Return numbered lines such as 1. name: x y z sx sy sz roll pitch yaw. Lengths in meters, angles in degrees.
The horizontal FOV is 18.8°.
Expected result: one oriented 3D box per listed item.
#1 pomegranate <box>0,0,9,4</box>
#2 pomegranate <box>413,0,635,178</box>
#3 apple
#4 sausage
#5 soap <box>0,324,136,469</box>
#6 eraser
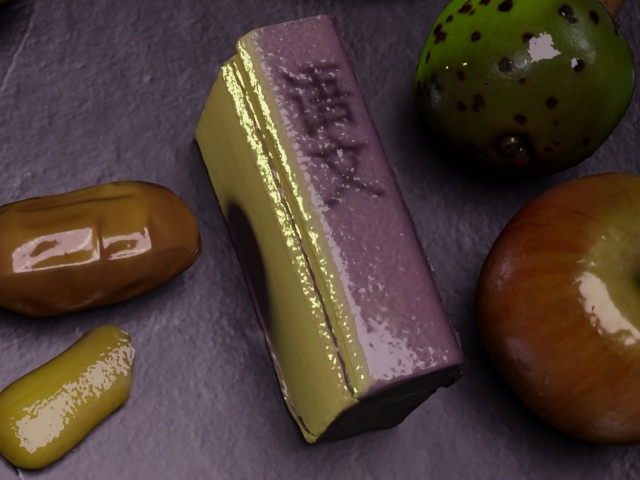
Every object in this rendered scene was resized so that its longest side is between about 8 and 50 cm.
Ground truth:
1. pomegranate: -0.368 -0.312 1.939 0.196 0.196 0.196 4 71 -11
2. pomegranate: 0.215 -0.184 2.038 0.231 0.231 0.286 27 28 -2
3. apple: 0.296 0.067 1.933 0.286 0.233 0.286 5 70 -15
4. sausage: -0.237 0.009 1.894 0.241 0.136 0.120 -11 81 -11
5. soap: -0.247 0.155 1.891 0.168 0.033 0.089 -34 84 -20
6. eraser: 0.000 0.000 1.872 0.122 0.272 0.359 -15 77 -19
